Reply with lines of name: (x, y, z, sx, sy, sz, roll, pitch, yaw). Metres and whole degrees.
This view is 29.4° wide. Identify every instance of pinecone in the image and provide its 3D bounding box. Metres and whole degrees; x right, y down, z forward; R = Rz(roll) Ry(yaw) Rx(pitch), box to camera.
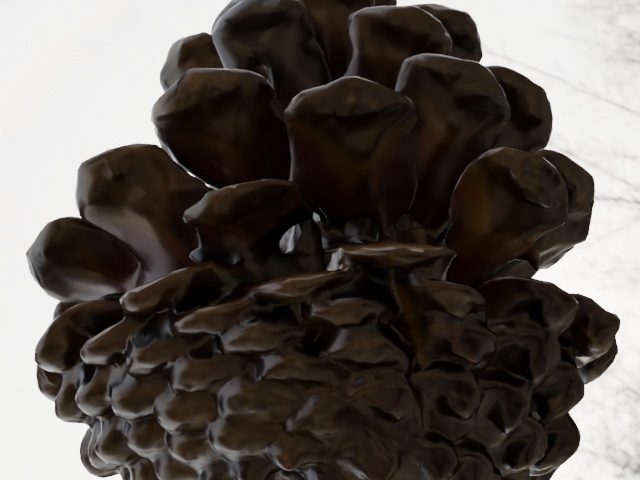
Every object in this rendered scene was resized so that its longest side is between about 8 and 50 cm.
pinecone: (0.000, -0.003, 0.535, 0.246, 0.292, 0.246, 0, -48, 0)
